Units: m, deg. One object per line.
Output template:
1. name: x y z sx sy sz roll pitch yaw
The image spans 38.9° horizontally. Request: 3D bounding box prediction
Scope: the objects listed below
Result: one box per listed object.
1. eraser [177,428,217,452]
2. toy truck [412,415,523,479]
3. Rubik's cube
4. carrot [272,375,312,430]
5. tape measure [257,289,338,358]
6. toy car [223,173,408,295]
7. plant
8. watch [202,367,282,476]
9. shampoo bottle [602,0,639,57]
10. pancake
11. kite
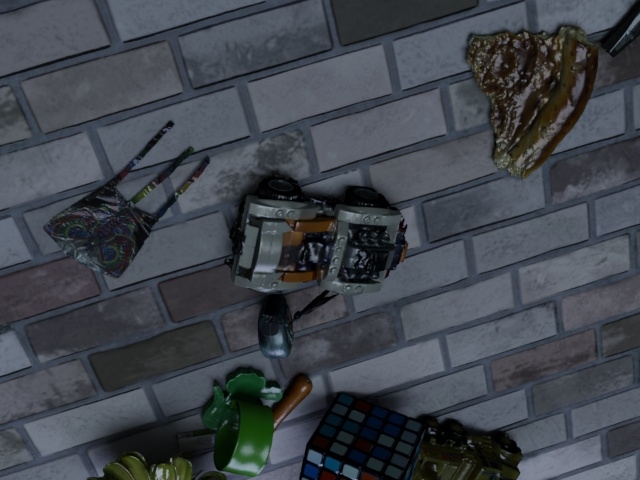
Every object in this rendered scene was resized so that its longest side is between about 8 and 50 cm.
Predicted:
1. eraser: -0.227 0.377 1.711 0.083 0.019 0.038 -7 120 -11
2. toy truck: 0.288 0.451 1.826 0.257 0.127 0.127 14 115 -25
3. Rubik's cube: 0.073 0.427 1.683 0.184 0.182 0.187 18 120 15
4. carrot: -0.077 0.326 1.713 0.037 0.037 0.190 26 115 -26
5. tape measure: -0.023 0.142 1.570 0.179 0.104 0.107 -11 119 -7
6. toy car: 0.002 0.001 1.489 0.301 0.118 0.193 6 116 -19
7. plant: -0.269 0.517 1.646 0.305 0.261 0.297 -2 87 -2
8. watch: -0.141 0.333 1.630 0.131 0.152 0.165 19 115 -21
9. shampoo bottle: 0.512 -0.354 1.454 0.048 0.027 0.137 35 107 -31
10. pancake: 0.321 -0.238 1.458 0.244 0.057 0.266 24 113 -25
11. kite: -0.297 -0.061 1.432 0.285 0.015 0.152 -44 121 13
